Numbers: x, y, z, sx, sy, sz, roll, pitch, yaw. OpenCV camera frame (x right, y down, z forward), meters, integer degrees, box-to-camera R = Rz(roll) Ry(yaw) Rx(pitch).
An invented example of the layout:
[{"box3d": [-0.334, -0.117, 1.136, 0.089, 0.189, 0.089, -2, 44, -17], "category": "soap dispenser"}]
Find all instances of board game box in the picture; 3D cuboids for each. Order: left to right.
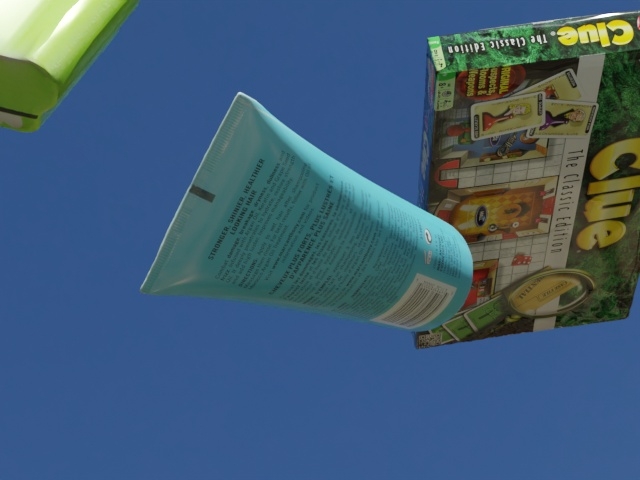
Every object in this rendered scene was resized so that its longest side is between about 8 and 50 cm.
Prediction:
[{"box3d": [0.120, -0.027, 1.068, 0.136, 0.030, 0.259, -10, -34, -6], "category": "board game box"}]

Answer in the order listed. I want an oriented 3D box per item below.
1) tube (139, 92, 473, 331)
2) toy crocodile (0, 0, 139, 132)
[{"box3d": [0.000, 0.000, 0.785, 0.207, 0.052, 0.080, 20, -87, -62], "category": "tube"}, {"box3d": [-0.226, -0.113, 0.727, 0.115, 0.340, 0.105, -53, -31, -36], "category": "toy crocodile"}]
